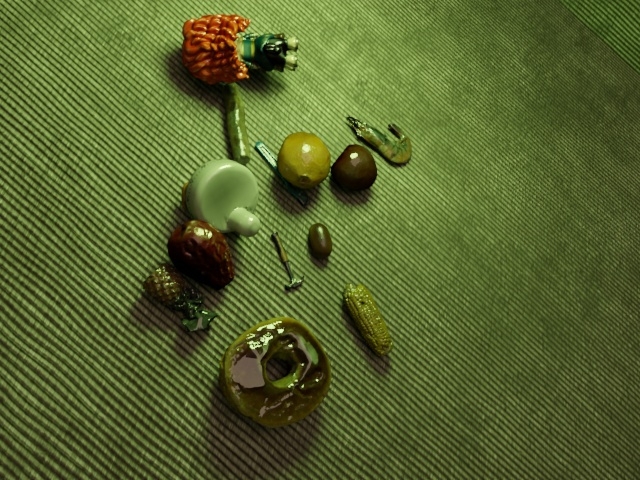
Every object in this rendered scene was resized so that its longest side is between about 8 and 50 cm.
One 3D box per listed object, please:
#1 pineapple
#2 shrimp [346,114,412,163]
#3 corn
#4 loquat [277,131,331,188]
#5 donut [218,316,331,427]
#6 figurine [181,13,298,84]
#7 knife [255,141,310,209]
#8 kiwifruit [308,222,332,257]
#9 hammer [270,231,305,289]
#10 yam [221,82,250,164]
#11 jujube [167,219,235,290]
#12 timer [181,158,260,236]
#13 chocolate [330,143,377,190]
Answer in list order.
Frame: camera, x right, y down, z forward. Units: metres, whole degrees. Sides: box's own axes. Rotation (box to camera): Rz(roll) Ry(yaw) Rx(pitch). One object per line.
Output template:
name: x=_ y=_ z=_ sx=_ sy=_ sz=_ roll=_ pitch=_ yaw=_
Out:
pineapple: x=-0.408 y=0.178 z=1.585 sx=0.237 sy=0.111 sz=0.119 roll=42 pitch=89 yaw=-7
shrimp: x=0.239 y=-0.419 z=2.095 sx=0.296 sy=0.058 sz=0.169 roll=38 pitch=54 yaw=-7
corn: x=0.155 y=0.255 z=1.765 sx=0.097 sy=0.097 sz=0.262 roll=-25 pitch=81 yaw=-27
loquat: x=-0.057 y=-0.280 z=1.845 sx=0.187 sy=0.176 sz=0.234 roll=48 pitch=28 yaw=-31
donut: x=-0.138 y=0.382 z=1.583 sx=0.329 sy=0.160 sz=0.330 roll=7 pitch=74 yaw=-27
figurine: x=-0.270 y=-0.665 z=1.882 sx=0.411 sy=0.241 sz=0.306 roll=-11 pitch=34 yaw=-31
knife: x=-0.133 y=-0.233 z=1.892 sx=0.044 sy=0.026 sz=0.297 roll=-40 pitch=87 yaw=-17
kiwifruit: x=0.000 y=0.000 z=1.824 sx=0.075 sy=0.075 sz=0.125 roll=-6 pitch=75 yaw=-23
hammer: x=-0.113 y=0.063 z=1.783 sx=0.078 sy=0.021 sz=0.201 roll=-17 pitch=77 yaw=-26
yam: x=-0.294 y=-0.412 z=1.879 sx=0.071 sy=0.067 sz=0.318 roll=11 pitch=60 yaw=-50
jujube: x=-0.347 y=0.050 z=1.606 sx=0.168 sy=0.168 sz=0.236 roll=-51 pitch=122 yaw=-29
timer: x=-0.292 y=-0.130 z=1.670 sx=0.233 sy=0.234 sz=0.240 roll=-31 pitch=39 yaw=-28
chocolate: x=0.128 y=-0.255 z=1.926 sx=0.176 sy=0.177 sz=0.177 roll=7 pitch=67 yaw=-18
